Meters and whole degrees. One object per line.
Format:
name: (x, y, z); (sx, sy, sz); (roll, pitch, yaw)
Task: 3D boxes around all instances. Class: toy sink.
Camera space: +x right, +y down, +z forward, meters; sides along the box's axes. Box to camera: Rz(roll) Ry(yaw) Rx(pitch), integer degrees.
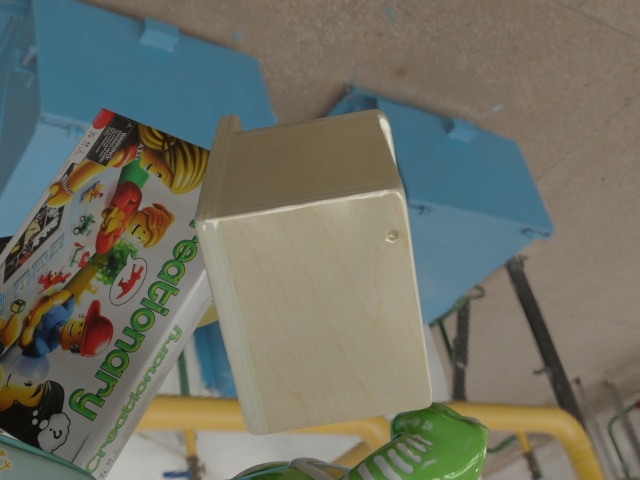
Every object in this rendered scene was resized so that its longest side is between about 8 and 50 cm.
toy sink: (0.000, 0.000, 0.607); (0.131, 0.234, 0.153); (-10, 113, 1)

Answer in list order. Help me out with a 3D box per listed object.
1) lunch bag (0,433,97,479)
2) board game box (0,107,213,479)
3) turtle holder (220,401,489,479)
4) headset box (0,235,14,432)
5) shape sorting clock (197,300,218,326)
lunch bag: (-0.283, 0.193, 0.498); (0.224, 0.108, 0.279); (30, 130, -29)
board game box: (-0.199, 0.039, 0.775); (0.193, 0.305, 0.053); (22, 162, 22)
turtle holder: (-0.008, 0.264, 0.665); (0.243, 0.320, 0.227); (11, -170, 38)
headset box: (-0.439, 0.121, 1.225); (0.246, 0.283, 0.131); (-7, 137, 1)
shape sorting clock: (-0.166, 0.015, 1.071); (0.206, 0.040, 0.206); (-12, 114, -28)
